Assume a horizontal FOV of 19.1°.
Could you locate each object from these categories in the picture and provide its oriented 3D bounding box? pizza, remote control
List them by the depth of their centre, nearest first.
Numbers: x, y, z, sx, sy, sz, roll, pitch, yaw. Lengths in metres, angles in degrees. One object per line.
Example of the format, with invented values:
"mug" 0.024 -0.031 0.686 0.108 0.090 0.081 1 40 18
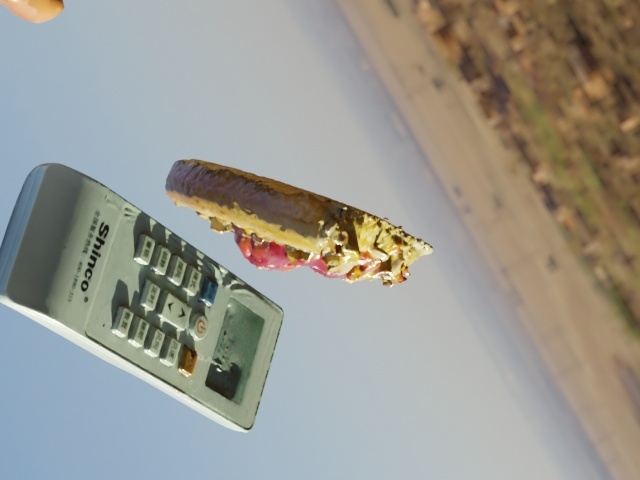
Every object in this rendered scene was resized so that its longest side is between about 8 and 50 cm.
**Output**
"remote control" -0.072 0.026 0.781 0.029 0.061 0.162 6 160 35
"pizza" 0.000 0.000 1.304 0.199 0.062 0.188 18 -177 -37

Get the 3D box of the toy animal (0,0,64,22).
"toy animal" -0.275 -0.130 0.916 0.169 0.281 0.195 50 -157 -46
